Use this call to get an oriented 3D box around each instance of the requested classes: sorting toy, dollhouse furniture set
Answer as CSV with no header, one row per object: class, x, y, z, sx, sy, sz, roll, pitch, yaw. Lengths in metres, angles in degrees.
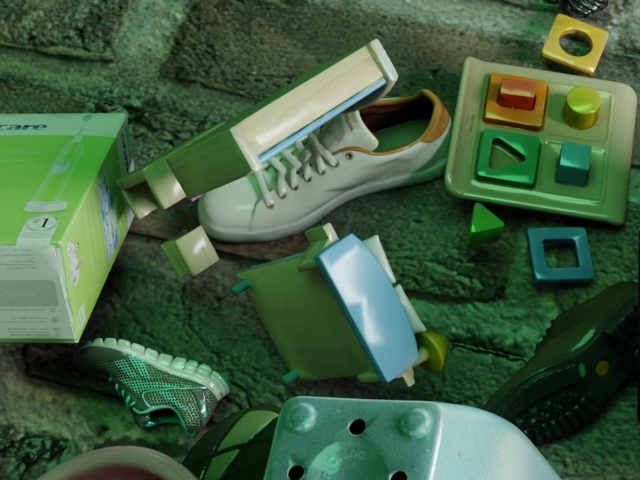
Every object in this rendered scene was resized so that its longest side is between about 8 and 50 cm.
sorting toy,0.238,-0.115,1.886,0.196,0.047,0.348,11,58,0
dollhouse furniture set,0.000,0.000,1.789,0.198,0.286,0.303,-33,98,-31

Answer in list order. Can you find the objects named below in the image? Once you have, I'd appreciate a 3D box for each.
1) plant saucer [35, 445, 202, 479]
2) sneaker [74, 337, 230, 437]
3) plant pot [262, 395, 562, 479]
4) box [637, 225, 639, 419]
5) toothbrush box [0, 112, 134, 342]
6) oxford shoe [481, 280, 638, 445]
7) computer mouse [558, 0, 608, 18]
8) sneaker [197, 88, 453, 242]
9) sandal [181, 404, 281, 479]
plant saucer,-0.199,0.350,1.592,0.332,0.084,0.332,-22,50,28
sneaker,-0.179,0.149,1.795,0.166,0.065,0.076,13,64,18
plant pot,0.056,0.260,1.549,0.247,0.252,0.247,0,57,22
box,0.448,0.019,1.617,0.179,0.343,0.312,32,68,27
toothbrush box,-0.319,-0.019,1.823,0.206,0.122,0.283,0,31,8
oxford shoe,0.243,0.123,1.750,0.227,0.083,0.096,-35,27,-4
computer mouse,0.390,-0.349,2.036,0.272,0.072,0.188,-19,54,9
sneaker,-0.001,-0.093,1.890,0.290,0.123,0.106,-21,59,-4
sandal,-0.086,0.301,1.671,0.120,0.086,0.303,1,72,39
